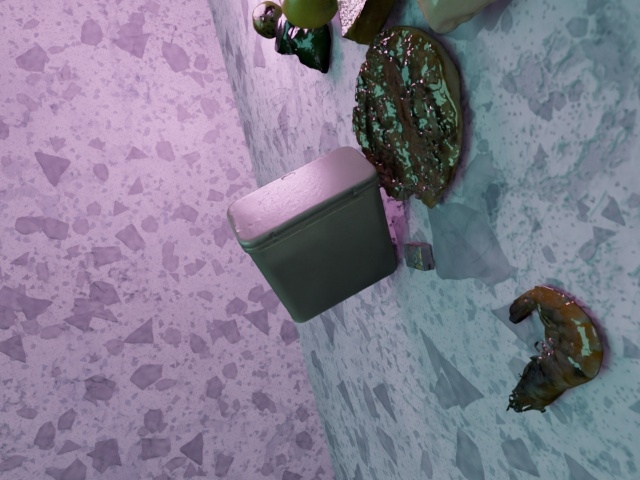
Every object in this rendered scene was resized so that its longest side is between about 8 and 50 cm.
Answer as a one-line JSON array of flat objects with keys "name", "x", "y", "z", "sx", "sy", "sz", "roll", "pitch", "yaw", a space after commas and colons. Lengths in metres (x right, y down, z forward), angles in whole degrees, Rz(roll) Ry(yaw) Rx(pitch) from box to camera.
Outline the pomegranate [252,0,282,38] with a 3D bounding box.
[{"name": "pomegranate", "x": -0.179, "y": -0.783, "z": 1.531, "sx": 0.161, "sy": 0.122, "sz": 0.122, "roll": -84, "pitch": -6, "yaw": -52}]

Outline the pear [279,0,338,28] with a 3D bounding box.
[{"name": "pear", "x": -0.029, "y": -0.631, "z": 1.065, "sx": 0.216, "sy": 0.167, "sz": 0.179, "roll": 151, "pitch": 118, "yaw": -87}]

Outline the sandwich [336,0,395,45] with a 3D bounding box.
[{"name": "sandwich", "x": 0.102, "y": -0.552, "z": 0.864, "sx": 0.251, "sy": 0.087, "sz": 0.225, "roll": 129, "pitch": 136, "yaw": -69}]

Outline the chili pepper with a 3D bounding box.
[{"name": "chili pepper", "x": -0.065, "y": -0.618, "z": 1.287, "sx": 0.148, "sy": 0.116, "sz": 0.264, "roll": 99, "pitch": 150, "yaw": -47}]

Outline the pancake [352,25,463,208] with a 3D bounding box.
[{"name": "pancake", "x": 0.176, "y": -0.246, "z": 0.933, "sx": 0.382, "sy": 0.071, "sz": 0.381, "roll": 161, "pitch": 90, "yaw": -72}]

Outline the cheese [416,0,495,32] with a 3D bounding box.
[{"name": "cheese", "x": 0.182, "y": -0.449, "z": 0.612, "sx": 0.159, "sy": 0.093, "sz": 0.262, "roll": -21, "pitch": 86, "yaw": 40}]

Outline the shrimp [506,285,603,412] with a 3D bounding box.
[{"name": "shrimp", "x": 0.369, "y": 0.197, "z": 0.755, "sx": 0.295, "sy": 0.058, "sz": 0.169, "roll": 101, "pitch": 156, "yaw": -48}]

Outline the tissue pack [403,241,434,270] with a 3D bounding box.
[{"name": "tissue pack", "x": 0.236, "y": 0.039, "z": 1.049, "sx": 0.083, "sy": 0.035, "sz": 0.063, "roll": -169, "pitch": 65, "yaw": -70}]

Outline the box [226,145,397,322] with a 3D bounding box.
[{"name": "box", "x": 0.000, "y": 0.000, "z": 1.106, "sx": 0.177, "sy": 0.352, "sz": 0.343, "roll": 55, "pitch": 171, "yaw": 48}]
